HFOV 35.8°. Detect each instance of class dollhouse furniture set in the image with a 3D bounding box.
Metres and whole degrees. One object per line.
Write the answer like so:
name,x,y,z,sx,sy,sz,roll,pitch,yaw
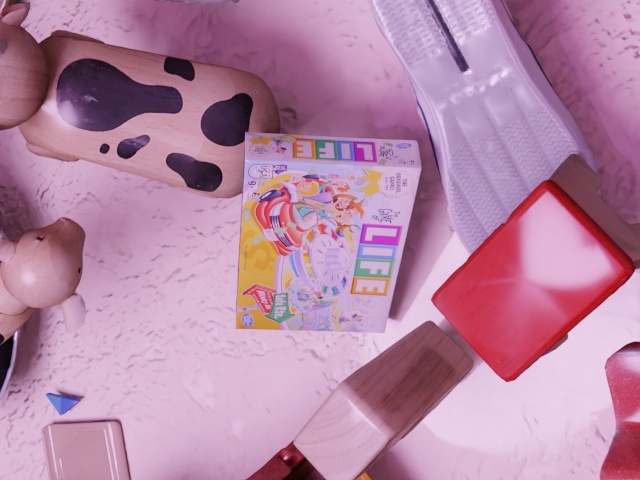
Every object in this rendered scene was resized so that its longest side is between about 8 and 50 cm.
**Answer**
dollhouse furniture set,0.074,0.158,0.577,0.201,0.152,0.374,47,124,12

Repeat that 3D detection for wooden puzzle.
wooden puzzle,-0.191,0.183,0.811,0.079,0.014,0.116,0,97,19

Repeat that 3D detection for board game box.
board game box,0.000,0.000,0.630,0.104,0.026,0.154,2,136,-5

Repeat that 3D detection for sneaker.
sneaker,0.108,-0.083,0.609,0.094,0.091,0.258,-18,111,20

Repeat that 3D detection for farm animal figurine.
farm animal figurine,-0.170,-0.065,0.616,0.327,0.172,0.330,-6,98,-15

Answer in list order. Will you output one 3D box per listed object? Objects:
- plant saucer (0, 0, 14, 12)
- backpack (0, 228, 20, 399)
plant saucer,-0.346,-0.248,0.808,0.278,0.041,0.277,3,98,24
backpack,-0.365,0.055,0.747,0.191,0.254,0.225,16,103,60
